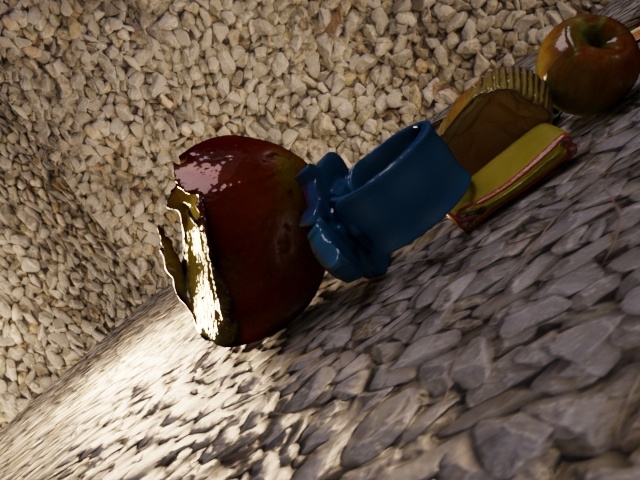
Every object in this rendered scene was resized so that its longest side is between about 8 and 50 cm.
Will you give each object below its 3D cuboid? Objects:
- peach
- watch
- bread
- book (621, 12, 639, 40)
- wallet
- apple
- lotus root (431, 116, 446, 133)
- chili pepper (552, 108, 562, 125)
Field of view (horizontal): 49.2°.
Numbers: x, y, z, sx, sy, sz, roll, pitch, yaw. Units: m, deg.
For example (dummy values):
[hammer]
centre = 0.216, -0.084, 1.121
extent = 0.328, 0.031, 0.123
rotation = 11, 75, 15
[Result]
[peach]
centre = -0.155, 0.004, 1.373
extent = 0.339, 0.353, 0.416
rotation = 119, 171, -64
[watch]
centre = 0.109, -0.073, 1.229
extent = 0.274, 0.241, 0.305
rotation = -32, 18, 29
[bread]
centre = 0.336, -0.219, 1.369
extent = 0.250, 0.179, 0.133
rotation = -53, 14, 39
[book]
centre = 0.832, -0.568, 1.978
extent = 0.428, 0.039, 0.300
rotation = -28, 11, 38
[wallet]
centre = 0.330, -0.106, 1.227
extent = 0.241, 0.067, 0.141
rotation = -38, 12, 7
[apple]
centre = 0.516, -0.337, 1.366
extent = 0.196, 0.196, 0.196
rotation = -33, 8, 5
[lotus root]
centre = 0.316, -0.224, 1.650
extent = 0.314, 0.141, 0.169
rotation = -23, 18, 48
[chili pepper]
centre = 0.495, -0.286, 1.608
extent = 0.108, 0.062, 0.216
rotation = -14, 11, 11
